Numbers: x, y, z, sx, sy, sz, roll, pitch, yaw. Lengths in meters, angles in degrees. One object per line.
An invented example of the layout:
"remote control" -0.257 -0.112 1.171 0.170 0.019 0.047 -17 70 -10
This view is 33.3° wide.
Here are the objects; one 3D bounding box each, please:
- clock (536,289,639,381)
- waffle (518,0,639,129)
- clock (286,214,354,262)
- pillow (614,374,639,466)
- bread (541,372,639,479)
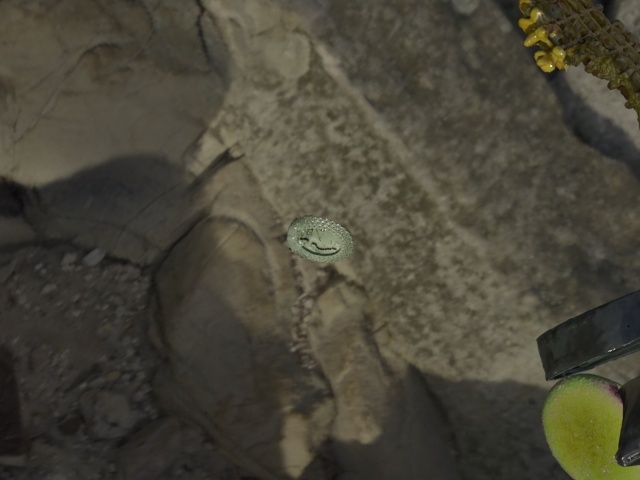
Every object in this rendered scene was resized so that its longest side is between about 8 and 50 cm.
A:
"clock" 0.397 0.097 1.303 0.280 0.280 0.055 -14 75 -25
"waffle" 0.446 -0.315 1.736 0.293 0.069 0.260 26 41 -23
"clock" 0.000 0.000 1.295 0.083 0.074 0.010 12 43 2
"pillow" 0.517 0.214 1.441 0.106 0.250 0.186 61 25 -14
"bread" 0.457 0.324 1.753 0.033 0.228 0.228 -28 88 -42
